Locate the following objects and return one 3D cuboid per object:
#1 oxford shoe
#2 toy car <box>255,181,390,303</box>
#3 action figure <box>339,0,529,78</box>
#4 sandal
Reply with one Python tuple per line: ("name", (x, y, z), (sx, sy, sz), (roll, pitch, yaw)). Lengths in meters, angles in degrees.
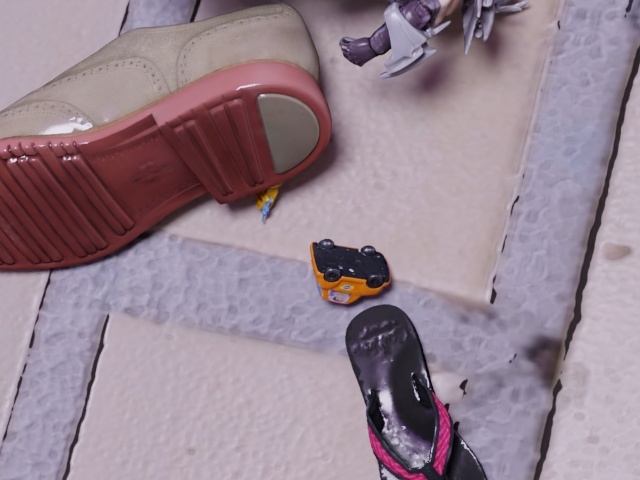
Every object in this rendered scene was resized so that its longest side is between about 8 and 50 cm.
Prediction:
("oxford shoe", (-0.158, -0.076, 1.188), (0.348, 0.123, 0.130), (-14, 46, 11))
("toy car", (0.000, 0.000, 1.158), (0.122, 0.060, 0.040), (58, 138, 37))
("action figure", (0.012, -0.197, 1.133), (0.285, 0.099, 0.185), (10, 32, -14))
("sandal", (0.059, 0.124, 1.094), (0.067, 0.040, 0.179), (-25, 70, 7))
